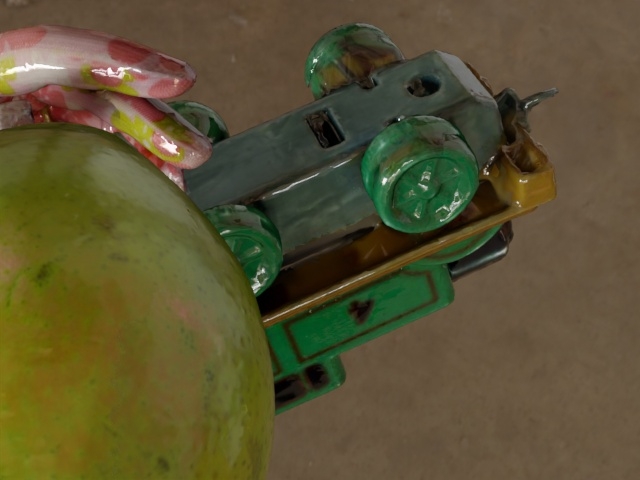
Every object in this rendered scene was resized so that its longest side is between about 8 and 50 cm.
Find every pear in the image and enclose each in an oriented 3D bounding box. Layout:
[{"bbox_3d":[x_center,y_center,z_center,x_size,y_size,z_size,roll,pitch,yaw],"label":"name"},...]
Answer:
[{"bbox_3d":[-0.109,0.069,0.413,0.188,0.187,0.219,0,47,-7],"label":"pear"}]

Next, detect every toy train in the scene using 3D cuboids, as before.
[{"bbox_3d":[0.000,0.000,0.893,0.429,0.249,0.178,-23,43,-4],"label":"toy train"}]

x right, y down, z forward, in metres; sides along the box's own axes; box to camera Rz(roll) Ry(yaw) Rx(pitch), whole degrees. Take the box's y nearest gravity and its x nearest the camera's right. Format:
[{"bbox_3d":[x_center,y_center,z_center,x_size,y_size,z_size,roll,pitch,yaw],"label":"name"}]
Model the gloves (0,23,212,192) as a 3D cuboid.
[{"bbox_3d":[-0.170,-0.062,0.626,0.241,0.145,0.126,-27,65,26],"label":"gloves"}]
